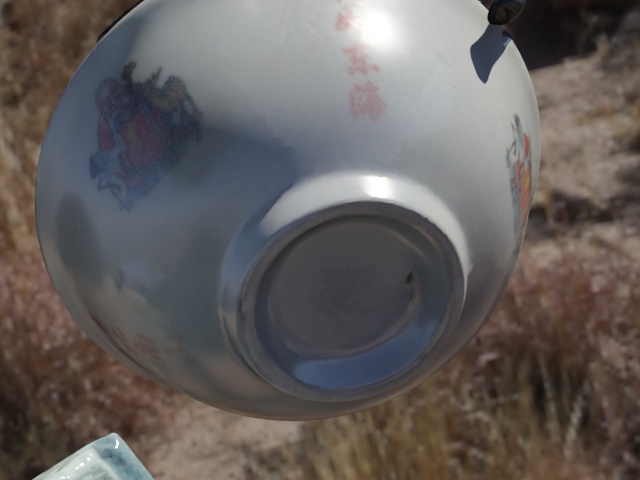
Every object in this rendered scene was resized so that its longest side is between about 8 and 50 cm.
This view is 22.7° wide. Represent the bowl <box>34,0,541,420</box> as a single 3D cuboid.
[{"bbox_3d":[0.000,0.000,0.997,0.346,0.345,0.157,-15,31,-7],"label":"bowl"}]

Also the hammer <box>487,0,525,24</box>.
[{"bbox_3d":[0.148,-0.189,1.090,0.103,0.029,0.246,-44,5,33],"label":"hammer"}]

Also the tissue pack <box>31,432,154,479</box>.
[{"bbox_3d":[-0.106,0.281,0.896,0.103,0.315,0.228,-32,-2,-44],"label":"tissue pack"}]
